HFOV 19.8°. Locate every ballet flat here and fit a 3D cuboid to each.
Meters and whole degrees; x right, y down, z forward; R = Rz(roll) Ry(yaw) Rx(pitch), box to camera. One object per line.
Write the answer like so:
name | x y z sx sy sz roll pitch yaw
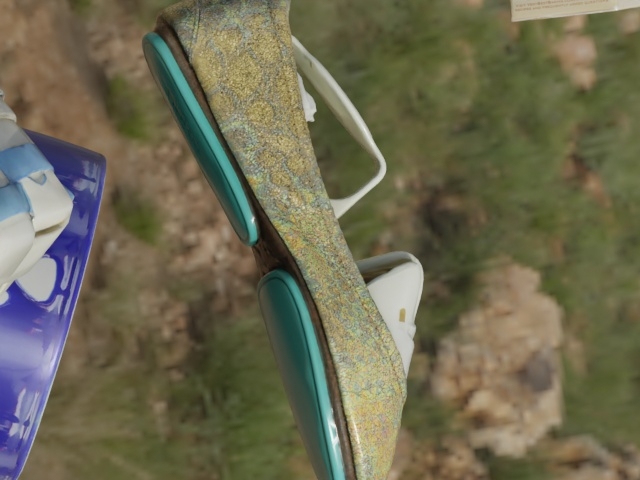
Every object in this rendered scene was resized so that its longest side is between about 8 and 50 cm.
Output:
ballet flat | 0.000 0.000 1.157 0.123 0.123 0.348 -16 84 -66

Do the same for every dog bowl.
dog bowl | -0.246 0.046 1.382 0.265 0.104 0.264 -165 -90 -79

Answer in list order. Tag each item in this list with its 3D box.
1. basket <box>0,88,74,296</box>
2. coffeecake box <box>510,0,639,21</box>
basket | -0.264 -0.034 0.708 0.289 0.255 0.201 44 28 2
coffeecake box | 0.158 -0.229 1.097 0.142 0.068 0.185 -20 105 -63
